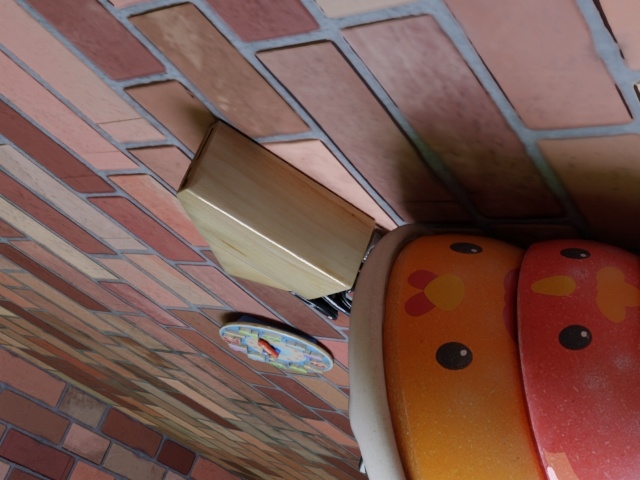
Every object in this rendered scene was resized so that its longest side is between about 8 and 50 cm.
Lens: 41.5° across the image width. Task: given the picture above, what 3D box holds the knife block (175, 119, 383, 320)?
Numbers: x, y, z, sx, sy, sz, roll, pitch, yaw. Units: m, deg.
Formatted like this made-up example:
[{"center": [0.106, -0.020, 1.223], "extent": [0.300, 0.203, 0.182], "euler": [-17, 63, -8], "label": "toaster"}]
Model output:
[{"center": [0.000, 0.000, 0.918], "extent": [0.242, 0.088, 0.275], "euler": [13, 155, 18], "label": "knife block"}]

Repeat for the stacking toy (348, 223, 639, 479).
[{"center": [0.294, 0.108, 0.745], "extent": [0.480, 0.350, 0.350], "euler": [-15, 142, 25], "label": "stacking toy"}]

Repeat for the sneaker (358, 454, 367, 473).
[{"center": [0.165, 0.323, 1.330], "extent": [0.182, 0.158, 0.410], "euler": [17, 175, 3], "label": "sneaker"}]

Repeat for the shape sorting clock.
[{"center": [-0.077, 0.188, 1.460], "extent": [0.206, 0.040, 0.206], "euler": [18, 157, 8], "label": "shape sorting clock"}]
